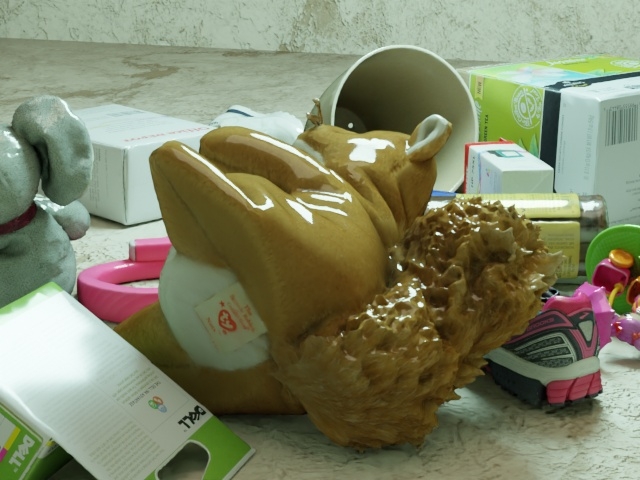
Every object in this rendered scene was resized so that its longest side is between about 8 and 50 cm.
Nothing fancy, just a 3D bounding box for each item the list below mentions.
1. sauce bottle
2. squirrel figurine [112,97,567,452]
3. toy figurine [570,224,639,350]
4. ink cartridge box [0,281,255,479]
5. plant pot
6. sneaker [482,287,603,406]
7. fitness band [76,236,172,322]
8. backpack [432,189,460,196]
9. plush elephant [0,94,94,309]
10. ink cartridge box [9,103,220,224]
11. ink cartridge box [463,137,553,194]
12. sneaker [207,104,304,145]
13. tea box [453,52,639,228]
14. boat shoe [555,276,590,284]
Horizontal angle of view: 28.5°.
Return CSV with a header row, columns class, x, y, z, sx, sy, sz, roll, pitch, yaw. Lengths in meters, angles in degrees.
class,x,y,z,sx,sy,sz,roll,pitch,yaw
sauce bottle,0.184,-0.007,1.589,0.344,0.111,0.111,1,16,7
squirrel figurine,0.041,0.022,1.292,0.397,0.281,0.370,27,35,23
toy figurine,0.350,0.083,1.431,0.173,0.130,0.159,29,41,21
ink cartridge box,-0.212,0.172,1.122,0.255,0.097,0.189,39,25,6
plant pot,0.080,-0.173,2.064,0.256,0.256,0.274,-7,2,-23
sneaker,0.196,0.082,1.370,0.121,0.112,0.299,-12,17,-32
fitness band,-0.160,0.047,1.589,0.291,0.054,0.209,-3,17,-9
backpack,0.169,-0.019,1.740,0.098,0.101,0.120,15,17,21
plush elephant,-0.394,-0.038,1.478,0.272,0.255,0.330,-24,32,-30
ink cartridge box,-0.326,-0.130,2.047,0.306,0.131,0.226,18,23,41
ink cartridge box,0.264,-0.066,1.837,0.078,0.134,0.231,-3,16,-10
sneaker,-0.122,-0.193,2.380,0.235,0.090,0.095,11,32,42
tea box,0.434,-0.166,2.029,0.329,0.220,0.323,-12,20,-35
boat shoe,0.316,0.011,1.669,0.228,0.081,0.079,3,17,8
